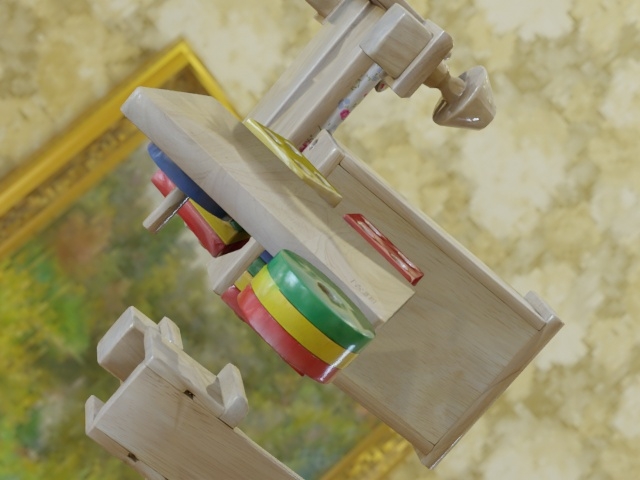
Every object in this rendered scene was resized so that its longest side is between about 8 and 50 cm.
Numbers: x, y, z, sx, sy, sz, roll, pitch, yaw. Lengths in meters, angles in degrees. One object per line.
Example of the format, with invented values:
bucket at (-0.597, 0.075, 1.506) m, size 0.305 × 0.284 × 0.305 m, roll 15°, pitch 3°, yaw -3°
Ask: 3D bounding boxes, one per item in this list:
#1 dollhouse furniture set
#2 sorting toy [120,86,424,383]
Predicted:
dollhouse furniture set at (0.000, 0.000, 0.999) m, size 0.174 × 0.303 × 0.355 m, roll 39°, pitch 7°, yaw -18°
sorting toy at (-0.026, -0.003, 0.654) m, size 0.132 × 0.046 × 0.274 m, roll 44°, pitch 9°, yaw 4°
